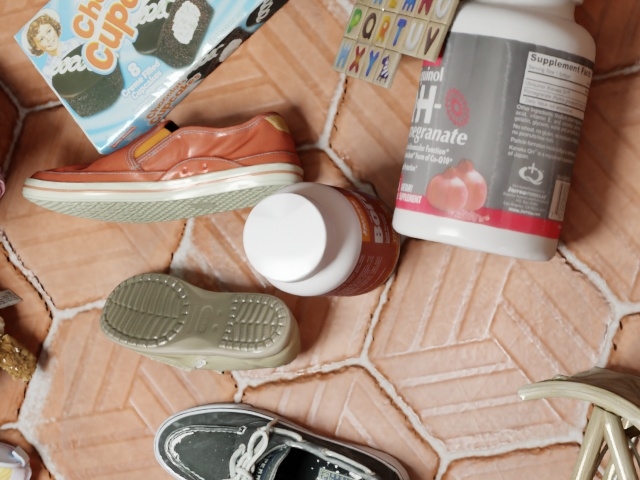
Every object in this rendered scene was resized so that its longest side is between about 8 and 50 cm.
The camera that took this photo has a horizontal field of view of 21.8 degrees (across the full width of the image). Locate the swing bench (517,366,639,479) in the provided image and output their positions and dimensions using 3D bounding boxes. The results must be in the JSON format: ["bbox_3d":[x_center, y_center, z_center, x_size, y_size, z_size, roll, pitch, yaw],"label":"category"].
[{"bbox_3d":[0.299,0.255,1.634,0.165,0.253,0.255,0,89,20],"label":"swing bench"}]

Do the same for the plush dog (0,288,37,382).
[{"bbox_3d":[-0.482,0.155,1.968,0.210,0.262,0.225,35,119,-26],"label":"plush dog"}]

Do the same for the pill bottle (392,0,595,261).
[{"bbox_3d":[0.188,-0.147,1.730,0.176,0.176,0.319,12,92,20],"label":"pill bottle"}]

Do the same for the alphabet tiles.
[{"bbox_3d":[0.090,-0.260,1.769,0.009,0.237,0.198,18,95,-24],"label":"alphabet tiles"}]

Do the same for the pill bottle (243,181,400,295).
[{"bbox_3d":[0.000,0.000,1.770,0.121,0.216,0.121,-1,88,20],"label":"pill bottle"}]

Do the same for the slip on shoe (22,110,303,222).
[{"bbox_3d":[-0.181,-0.083,1.896,0.331,0.123,0.101,-8,76,14],"label":"slip on shoe"}]

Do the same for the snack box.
[{"bbox_3d":[-0.186,-0.272,1.930,0.322,0.060,0.187,-42,75,14],"label":"snack box"}]

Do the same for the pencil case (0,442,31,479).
[{"bbox_3d":[-0.430,0.368,1.966,0.124,0.113,0.273,14,93,16],"label":"pencil case"}]

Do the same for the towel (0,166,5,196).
[{"bbox_3d":[-0.476,-0.085,1.939,0.237,0.037,0.329,-39,38,12],"label":"towel"}]

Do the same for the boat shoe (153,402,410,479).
[{"bbox_3d":[-0.057,0.256,1.840,0.306,0.105,0.113,17,94,19],"label":"boat shoe"}]

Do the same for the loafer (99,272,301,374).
[{"bbox_3d":[-0.135,0.105,1.881,0.268,0.092,0.102,9,64,34],"label":"loafer"}]
